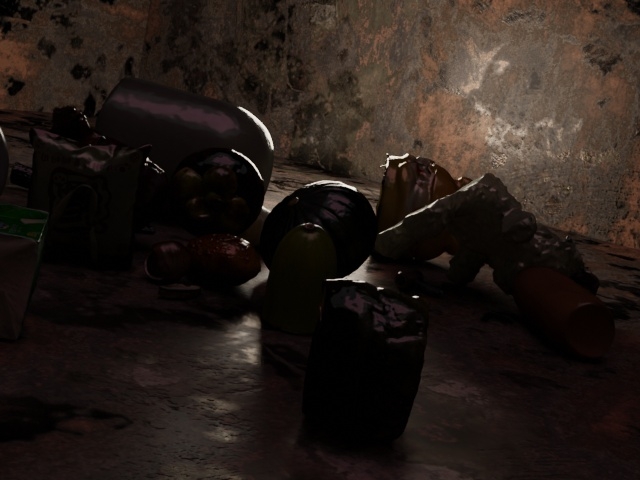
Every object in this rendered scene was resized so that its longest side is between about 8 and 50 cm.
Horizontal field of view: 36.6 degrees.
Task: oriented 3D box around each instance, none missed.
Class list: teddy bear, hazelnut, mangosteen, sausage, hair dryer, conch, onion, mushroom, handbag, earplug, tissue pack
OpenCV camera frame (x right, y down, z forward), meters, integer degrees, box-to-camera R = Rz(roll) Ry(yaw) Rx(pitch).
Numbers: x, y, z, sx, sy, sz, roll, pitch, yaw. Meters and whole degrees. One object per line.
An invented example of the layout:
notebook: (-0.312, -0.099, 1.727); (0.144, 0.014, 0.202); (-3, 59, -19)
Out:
teddy bear: (0.371, 0.048, 2.066); (0.375, 0.362, 0.327); (-29, -2, -33)
hazelnut: (-0.273, 0.040, 1.734); (0.086, 0.086, 0.086); (11, 11, -2)
mangosteen: (-0.206, -0.091, 1.911); (0.192, 0.192, 0.217); (10, 3, -6)
sausage: (0.461, 0.130, 1.875); (0.121, 0.121, 0.304); (9, 11, -11)
hair dryer: (0.218, 0.098, 2.049); (0.114, 0.037, 0.063); (27, 20, 34)
conch: (-0.173, -0.023, 2.108); (0.158, 0.127, 0.255); (-31, -40, 34)
onion: (-0.455, -0.108, 1.874); (0.267, 0.159, 0.348); (1, -23, 14)
mushroom: (-0.240, 0.086, 1.665); (0.049, 0.019, 0.101); (19, 11, 33)
handbag: (-0.427, -0.076, 1.742); (0.213, 0.235, 0.127); (8, 11, -14)
earplug: (-0.313, -0.197, 2.329); (0.394, 0.312, 0.312); (15, 11, 5)
tissue pack: (-0.472, 0.034, 1.351); (0.156, 0.148, 0.209); (10, 11, -14)

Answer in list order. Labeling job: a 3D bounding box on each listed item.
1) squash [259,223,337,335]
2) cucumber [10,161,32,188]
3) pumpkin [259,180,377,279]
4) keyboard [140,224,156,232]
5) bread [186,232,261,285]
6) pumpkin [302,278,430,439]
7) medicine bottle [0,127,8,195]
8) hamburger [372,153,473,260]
squash: (-0.032, 0.058, 1.600); (0.123, 0.186, 0.123); (7, 17, -2)
cucumber: (-0.640, -0.138, 2.339); (0.215, 0.058, 0.052); (13, 4, -1)
pumpkin: (0.000, 0.000, 1.927); (0.250, 0.216, 0.250); (-21, 12, 5)
keyboard: (-0.424, -0.046, 2.190); (0.061, 0.013, 0.204); (6, 12, -24)
bread: (-0.188, 0.027, 1.838); (0.139, 0.095, 0.269); (16, 5, -13)
pumpkin: (0.056, 0.135, 1.243); (0.139, 0.190, 0.280); (10, 10, 0)
medicine bottle: (-0.754, -0.148, 1.746); (0.325, 0.256, 0.256); (6, 6, 35)
hamburger: (0.246, -0.074, 2.381); (0.237, 0.276, 0.276); (9, 10, 3)
